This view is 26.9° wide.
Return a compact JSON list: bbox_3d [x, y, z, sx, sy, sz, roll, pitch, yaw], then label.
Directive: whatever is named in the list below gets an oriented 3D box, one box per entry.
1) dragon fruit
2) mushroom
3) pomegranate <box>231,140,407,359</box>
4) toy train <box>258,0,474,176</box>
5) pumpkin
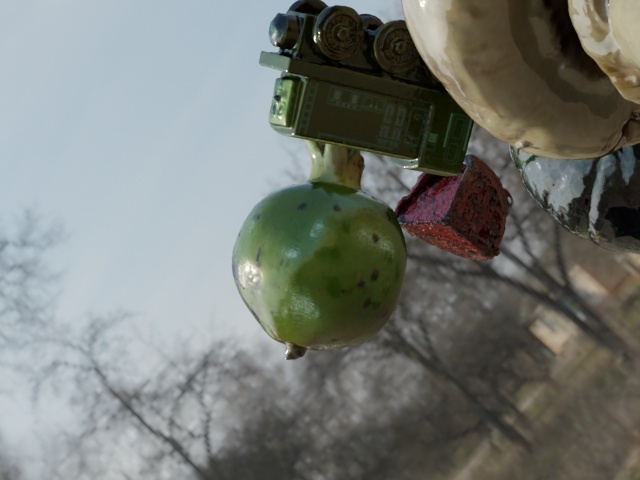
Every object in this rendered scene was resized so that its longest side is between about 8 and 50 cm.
[{"bbox_3d":[0.203,-0.046,2.034,0.161,0.127,0.120,-3,52,53],"label":"dragon fruit"},{"bbox_3d":[0.197,-0.149,0.811,0.292,0.292,0.290,-53,30,30],"label":"mushroom"},{"bbox_3d":[0.000,0.000,1.906,0.260,0.260,0.341,18,-108,-79],"label":"pomegranate"},{"bbox_3d":[0.047,-0.143,1.251,0.090,0.225,0.137,30,109,62],"label":"toy train"},{"bbox_3d":[0.295,-0.108,1.223,0.250,0.250,0.216,-49,-7,11],"label":"pumpkin"}]
